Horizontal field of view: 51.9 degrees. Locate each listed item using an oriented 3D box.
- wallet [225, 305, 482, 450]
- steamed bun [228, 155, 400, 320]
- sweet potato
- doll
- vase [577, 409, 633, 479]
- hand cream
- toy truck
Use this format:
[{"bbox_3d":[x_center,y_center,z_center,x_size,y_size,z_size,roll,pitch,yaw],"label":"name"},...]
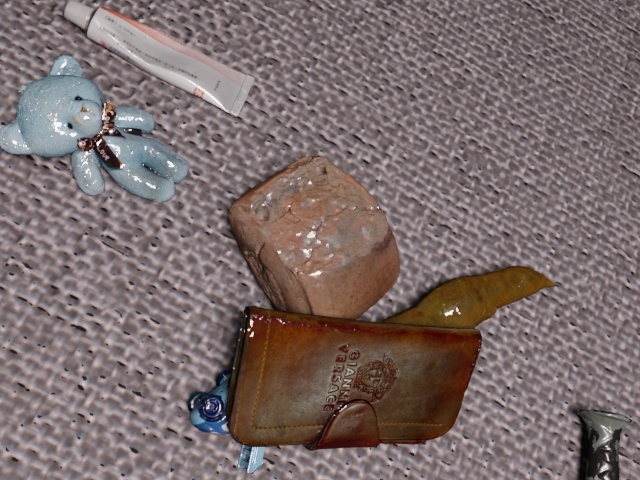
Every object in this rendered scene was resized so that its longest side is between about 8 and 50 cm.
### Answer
[{"bbox_3d":[0.037,0.140,0.640,0.255,0.031,0.137,8,99,-24],"label":"wallet"},{"bbox_3d":[0.000,0.000,0.681,0.145,0.106,0.175,-34,82,-22],"label":"steamed bun"},{"bbox_3d":[0.153,0.074,0.725,0.273,0.067,0.067,-18,78,-22],"label":"sweet potato"},{"bbox_3d":[-0.223,-0.105,0.668,0.179,0.075,0.120,29,71,-5],"label":"doll"},{"bbox_3d":[0.302,0.269,0.705,0.059,0.059,0.167,15,69,-11],"label":"vase"},{"bbox_3d":[-0.181,-0.212,0.740,0.216,0.038,0.052,26,92,-13],"label":"hand cream"},{"bbox_3d":[-0.080,0.175,0.634,0.073,0.056,0.090,-34,96,-26],"label":"toy truck"}]
